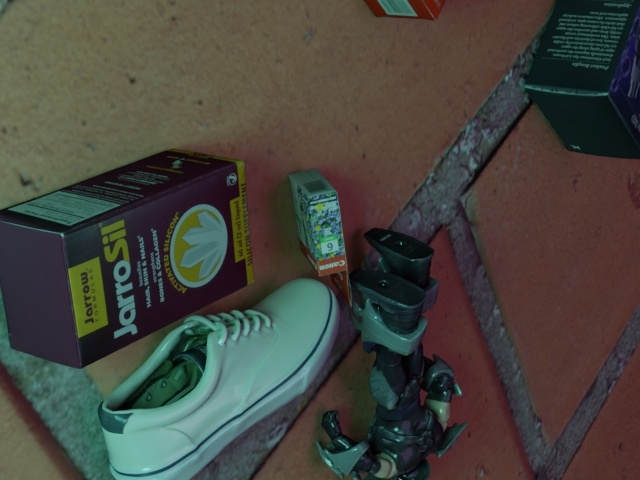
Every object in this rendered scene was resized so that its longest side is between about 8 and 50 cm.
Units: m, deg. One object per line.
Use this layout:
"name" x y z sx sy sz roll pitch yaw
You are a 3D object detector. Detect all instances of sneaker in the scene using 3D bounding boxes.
"sneaker" -0.074 0.098 1.066 0.258 0.094 0.091 -44 135 -37

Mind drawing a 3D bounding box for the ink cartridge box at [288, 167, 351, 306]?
"ink cartridge box" 0.000 0.000 1.164 0.029 0.063 0.115 -14 115 -12

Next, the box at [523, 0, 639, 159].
"box" 0.340 -0.221 1.524 0.153 0.108 0.207 40 66 -50

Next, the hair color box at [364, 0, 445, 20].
"hair color box" 0.098 -0.274 1.218 0.043 0.072 0.141 46 63 -47

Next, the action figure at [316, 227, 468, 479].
"action figure" 0.074 0.139 1.279 0.185 0.099 0.285 -43 139 -48

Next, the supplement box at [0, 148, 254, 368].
"supplement box" -0.141 0.008 0.966 0.188 0.081 0.104 -27 120 -47
